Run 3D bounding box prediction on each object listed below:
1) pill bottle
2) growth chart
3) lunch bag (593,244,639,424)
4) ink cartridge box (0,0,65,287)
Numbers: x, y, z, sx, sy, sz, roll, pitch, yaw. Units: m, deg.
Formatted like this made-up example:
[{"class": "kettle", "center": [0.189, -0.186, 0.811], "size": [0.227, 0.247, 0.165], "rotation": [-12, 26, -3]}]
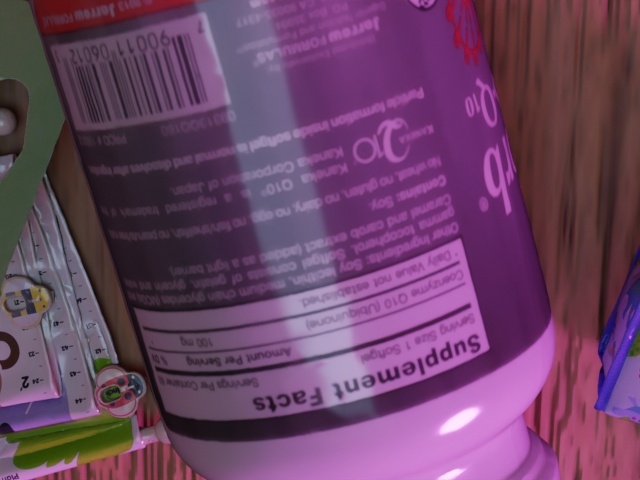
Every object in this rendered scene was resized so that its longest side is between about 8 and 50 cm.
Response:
[{"class": "pill bottle", "center": [0.000, 0.000, 0.869], "size": [0.210, 0.210, 0.362], "rotation": [-13, 103, 10]}, {"class": "growth chart", "center": [-0.204, 0.039, 1.003], "size": [0.172, 0.021, 0.237], "rotation": [-22, 100, 13]}, {"class": "lunch bag", "center": [0.228, 0.032, 0.909], "size": [0.129, 0.096, 0.151], "rotation": [18, 116, 2]}, {"class": "ink cartridge box", "center": [-0.259, -0.086, 0.921], "size": [0.235, 0.056, 0.171], "rotation": [18, 77, 4]}]
